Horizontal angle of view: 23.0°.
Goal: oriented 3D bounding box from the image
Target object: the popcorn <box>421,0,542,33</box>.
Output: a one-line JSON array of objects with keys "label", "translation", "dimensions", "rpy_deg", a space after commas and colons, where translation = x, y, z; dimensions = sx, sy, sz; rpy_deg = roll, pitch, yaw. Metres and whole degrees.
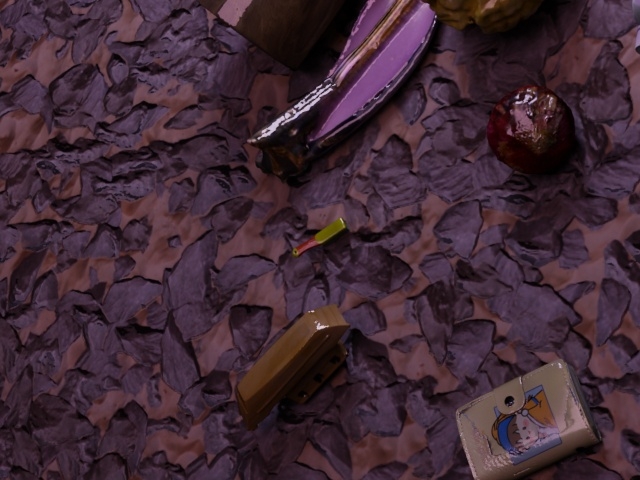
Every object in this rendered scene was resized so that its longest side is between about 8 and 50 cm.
[{"label": "popcorn", "translation": [0.205, -0.365, 1.954], "dimensions": [0.189, 0.169, 0.218], "rpy_deg": [-23, 67, 25]}]

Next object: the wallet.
[{"label": "wallet", "translation": [0.236, 0.213, 1.823], "dimensions": [0.155, 0.039, 0.110], "rpy_deg": [-29, 62, 21]}]

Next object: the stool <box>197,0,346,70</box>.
[{"label": "stool", "translation": [-0.028, -0.381, 2.104], "dimensions": [0.179, 0.179, 0.264], "rpy_deg": [41, 98, 35]}]

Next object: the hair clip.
[{"label": "hair clip", "translation": [0.043, -0.220, 2.083], "dimensions": [0.358, 0.095, 0.110], "rpy_deg": [-45, 21, 2]}]

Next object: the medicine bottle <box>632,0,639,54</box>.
[{"label": "medicine bottle", "translation": [0.403, -0.277, 1.856], "dimensions": [0.055, 0.074, 0.118], "rpy_deg": [1, 76, 32]}]

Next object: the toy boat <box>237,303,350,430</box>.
[{"label": "toy boat", "translation": [-0.034, 0.163, 1.990], "dimensions": [0.200, 0.077, 0.057], "rpy_deg": [-46, 43, 15]}]

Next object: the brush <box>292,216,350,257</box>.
[{"label": "brush", "translation": [0.000, 0.000, 2.056], "dimensions": [0.083, 0.021, 0.019], "rpy_deg": [-33, 61, 14]}]

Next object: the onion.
[{"label": "onion", "translation": [0.255, -0.134, 1.898], "dimensions": [0.107, 0.097, 0.107], "rpy_deg": [1, 95, 11]}]
